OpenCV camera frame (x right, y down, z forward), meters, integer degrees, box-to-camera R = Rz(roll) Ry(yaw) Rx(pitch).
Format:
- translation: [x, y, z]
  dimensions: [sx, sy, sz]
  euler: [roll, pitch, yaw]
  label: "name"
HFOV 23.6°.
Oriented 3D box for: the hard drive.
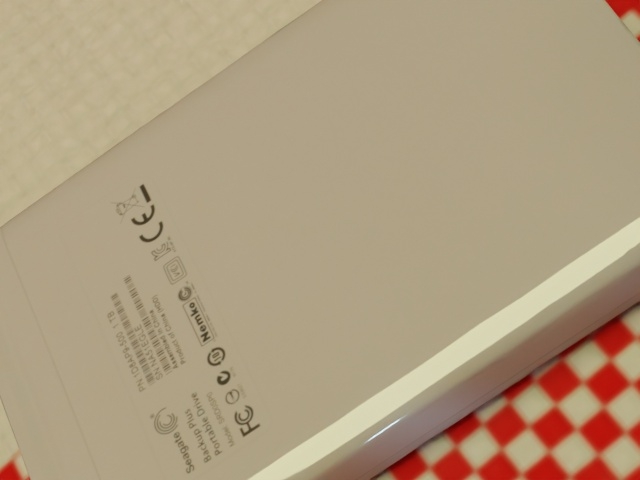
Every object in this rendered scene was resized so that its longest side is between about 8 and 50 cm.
- translation: [0.000, 0.000, 0.750]
  dimensions: [0.353, 0.047, 0.233]
  euler: [-35, 54, 7]
  label: "hard drive"
